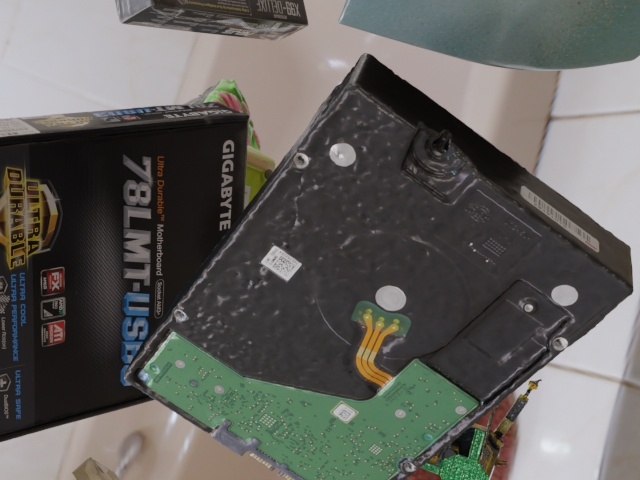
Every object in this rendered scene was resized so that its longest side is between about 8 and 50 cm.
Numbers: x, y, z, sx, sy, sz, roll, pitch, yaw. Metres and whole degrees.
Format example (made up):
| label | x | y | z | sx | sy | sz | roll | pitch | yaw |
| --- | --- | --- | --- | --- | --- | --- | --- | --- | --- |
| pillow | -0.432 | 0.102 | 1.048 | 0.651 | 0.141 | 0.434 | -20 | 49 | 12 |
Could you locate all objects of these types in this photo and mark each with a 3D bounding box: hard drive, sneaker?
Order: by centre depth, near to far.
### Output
| label | x | y | z | sx | sy | sz | roll | pitch | yaw |
| --- | --- | --- | --- | --- | --- | --- | --- | --- | --- |
| hard drive | 0.028 | 0.057 | 0.716 | 0.339 | 0.237 | 0.064 | -50 | 10 | 34 |
| sneaker | -0.227 | -0.191 | 1.758 | 0.483 | 0.202 | 0.185 | -70 | -38 | -84 |

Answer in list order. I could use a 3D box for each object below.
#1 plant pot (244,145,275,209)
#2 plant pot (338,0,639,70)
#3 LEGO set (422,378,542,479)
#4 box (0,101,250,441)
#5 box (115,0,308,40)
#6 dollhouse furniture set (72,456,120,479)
| label | x | y | z | sx | sy | sz | roll | pitch | yaw |
| --- | --- | --- | --- | --- | --- | --- | --- | --- | --- |
| plant pot | -0.193 | -0.043 | 1.314 | 0.207 | 0.228 | 0.227 | -7 | 71 | 43 |
| plant pot | 0.192 | -0.274 | 0.756 | 0.248 | 0.252 | 0.247 | 130 | 162 | -72 |
| LEGO set | 0.150 | 0.123 | 1.166 | 0.192 | 0.255 | 0.331 | -49 | -38 | -53 |
| box | -0.212 | 0.025 | 0.909 | 0.073 | 0.293 | 0.296 | 31 | 122 | 47 |
| box | -0.165 | -0.421 | 1.360 | 0.076 | 0.307 | 0.243 | -16 | 85 | 42 |
| dollhouse furniture set | -0.437 | 0.531 | 1.668 | 0.242 | 0.212 | 0.161 | -41 | 57 | -8 |
